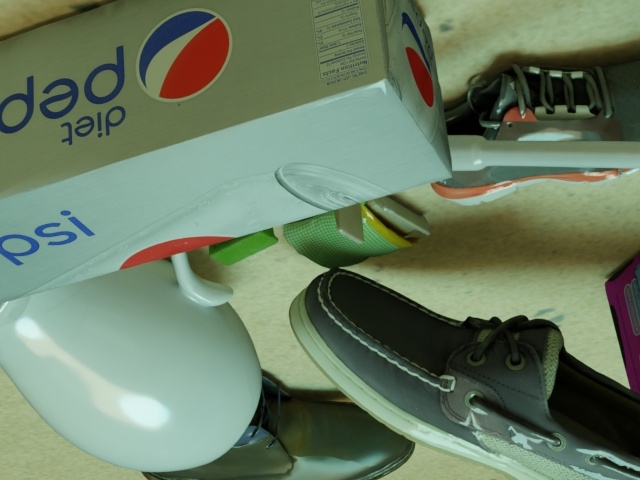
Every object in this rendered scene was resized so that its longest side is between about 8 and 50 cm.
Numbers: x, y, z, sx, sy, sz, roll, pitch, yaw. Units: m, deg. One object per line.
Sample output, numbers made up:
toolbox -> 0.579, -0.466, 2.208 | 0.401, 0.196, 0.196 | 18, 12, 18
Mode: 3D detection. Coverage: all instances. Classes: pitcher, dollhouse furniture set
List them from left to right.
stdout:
pitcher -> -0.114, 0.043, 0.844 | 0.177, 0.125, 0.207 | -36, 131, 22
dollhouse furniture set -> 0.000, 0.000, 0.836 | 0.076, 0.059, 0.151 | -24, 148, 30

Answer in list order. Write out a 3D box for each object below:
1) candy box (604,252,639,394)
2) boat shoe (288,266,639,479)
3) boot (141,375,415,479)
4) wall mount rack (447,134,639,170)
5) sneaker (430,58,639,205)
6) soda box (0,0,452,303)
candy box -> 0.278, 0.046, 0.876 | 0.071, 0.159, 0.233 | 4, 151, -23
boat shoe -> 0.118, 0.089, 0.866 | 0.285, 0.103, 0.092 | 33, 121, 2
boot -> -0.036, 0.146, 1.079 | 0.219, 0.082, 0.106 | -4, 155, -1
wall mount rack -> 0.202, 0.061, 0.678 | 0.304, 0.350, 0.130 | 1, -179, -4
sneaker -> 0.119, -0.064, 0.746 | 0.158, 0.061, 0.065 | -20, 141, 20
soda box -> -0.088, -0.050, 0.688 | 0.286, 0.091, 0.098 | -15, 151, 16
